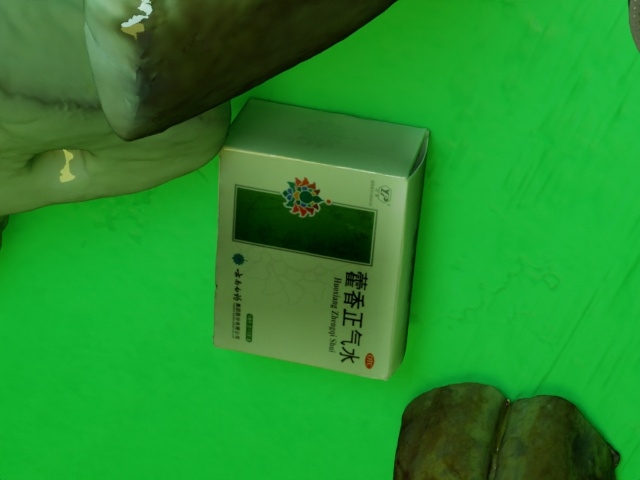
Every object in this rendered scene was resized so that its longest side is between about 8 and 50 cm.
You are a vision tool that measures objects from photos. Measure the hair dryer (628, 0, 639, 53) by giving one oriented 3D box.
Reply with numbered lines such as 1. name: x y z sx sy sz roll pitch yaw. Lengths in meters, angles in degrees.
1. hair dryer: 0.212 -0.285 1.206 0.125 0.210 0.352 -28 115 24

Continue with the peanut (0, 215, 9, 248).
1. peanut: -0.401 0.004 1.641 0.313 0.149 0.149 -24 111 30

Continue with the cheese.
1. cheese: -0.253 -0.087 1.430 0.328 0.129 0.351 4 155 -27

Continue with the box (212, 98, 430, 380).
1. box: 0.000 0.000 1.539 0.168 0.095 0.212 9 123 8

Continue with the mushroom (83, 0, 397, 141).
1. mushroom: -0.008 -0.220 1.210 0.314 0.397 0.224 -1 135 11

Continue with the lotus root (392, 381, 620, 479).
1. lotus root: 0.151 0.243 1.595 0.188 0.180 0.199 -27 111 33
